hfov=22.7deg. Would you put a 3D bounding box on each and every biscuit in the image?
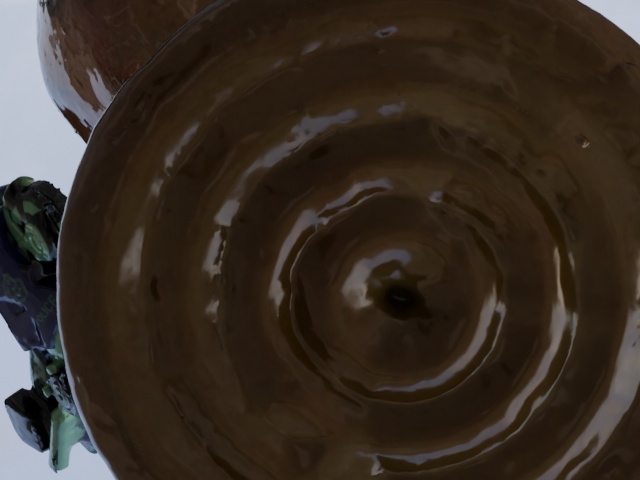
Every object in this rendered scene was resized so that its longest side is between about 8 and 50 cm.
[{"bbox_3d":[0.032,0.021,0.591,0.262,0.262,0.037,-23,-175,0],"label":"biscuit"}]

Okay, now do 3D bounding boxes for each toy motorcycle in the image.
[{"bbox_3d":[-0.258,0.068,1.539,0.125,0.331,0.196,-33,-136,-29],"label":"toy motorcycle"}]

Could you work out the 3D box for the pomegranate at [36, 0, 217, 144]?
[{"bbox_3d":[-0.026,-0.137,1.028,0.322,0.322,0.322,-16,-146,11],"label":"pomegranate"}]
